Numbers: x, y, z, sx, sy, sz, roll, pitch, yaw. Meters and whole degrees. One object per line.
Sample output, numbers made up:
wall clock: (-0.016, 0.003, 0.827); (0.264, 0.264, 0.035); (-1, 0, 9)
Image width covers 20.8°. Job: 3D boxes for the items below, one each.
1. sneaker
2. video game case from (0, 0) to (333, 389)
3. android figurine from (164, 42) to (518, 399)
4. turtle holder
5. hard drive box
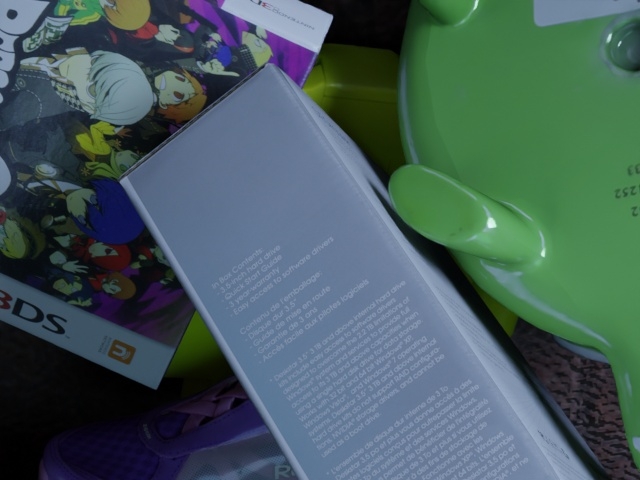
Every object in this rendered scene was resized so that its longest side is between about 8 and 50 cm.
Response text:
sneaker: (-0.032, 0.098, 0.927); (0.236, 0.095, 0.104); (-4, 123, -14)
video game case: (-0.133, -0.056, 0.852); (0.210, 0.042, 0.232); (25, 125, -5)
android figurine: (0.000, 0.000, 0.943); (0.248, 0.056, 0.273); (4, 125, -10)
turtle holder: (0.182, -0.037, 0.791); (0.243, 0.320, 0.227); (-37, 152, 11)
hard drive box: (0.034, 0.058, 0.772); (0.089, 0.232, 0.181); (-37, 151, 8)
